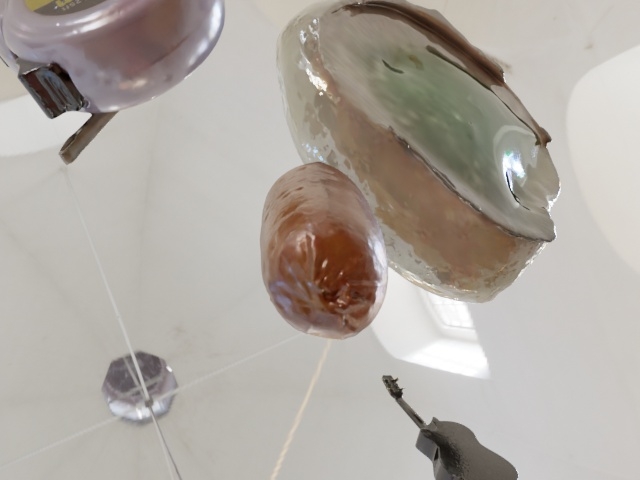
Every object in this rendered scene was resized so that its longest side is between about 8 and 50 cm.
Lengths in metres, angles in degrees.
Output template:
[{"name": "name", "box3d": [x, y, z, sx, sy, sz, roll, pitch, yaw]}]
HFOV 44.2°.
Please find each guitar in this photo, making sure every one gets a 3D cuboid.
[{"name": "guitar", "box3d": [0.127, 0.211, 0.882, 0.088, 0.233, 0.025, 6, -71, -26]}]

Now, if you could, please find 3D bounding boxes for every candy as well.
[{"name": "candy", "box3d": [0.117, -0.122, 0.980, 0.427, 0.186, 0.386, 41, -139, -17]}]

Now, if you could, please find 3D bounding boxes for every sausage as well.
[{"name": "sausage", "box3d": [0.000, 0.000, 0.474, 0.076, 0.197, 0.076, -1, -74, -2]}]

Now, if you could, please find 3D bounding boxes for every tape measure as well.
[{"name": "tape measure", "box3d": [-0.168, -0.175, 0.640, 0.196, 0.105, 0.178, -31, -131, -7]}]
